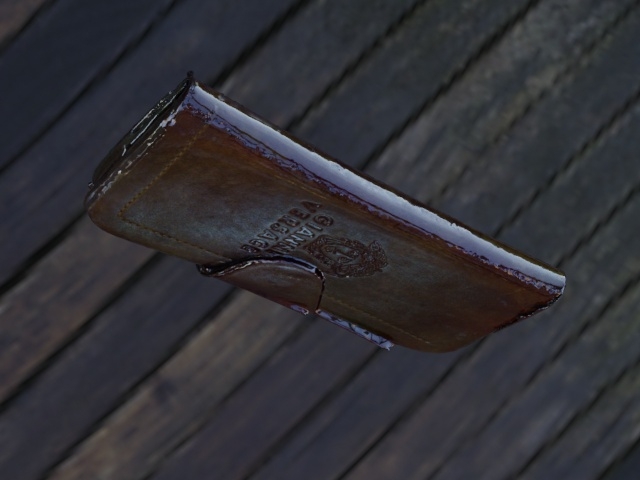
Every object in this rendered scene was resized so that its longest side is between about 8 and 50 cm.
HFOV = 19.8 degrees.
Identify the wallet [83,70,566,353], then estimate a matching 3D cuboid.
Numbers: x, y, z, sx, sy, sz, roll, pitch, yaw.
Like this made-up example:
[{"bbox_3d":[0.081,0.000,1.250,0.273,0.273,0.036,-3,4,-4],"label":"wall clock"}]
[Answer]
[{"bbox_3d":[0.000,0.000,1.027,0.255,0.031,0.137,26,141,-24],"label":"wallet"}]
